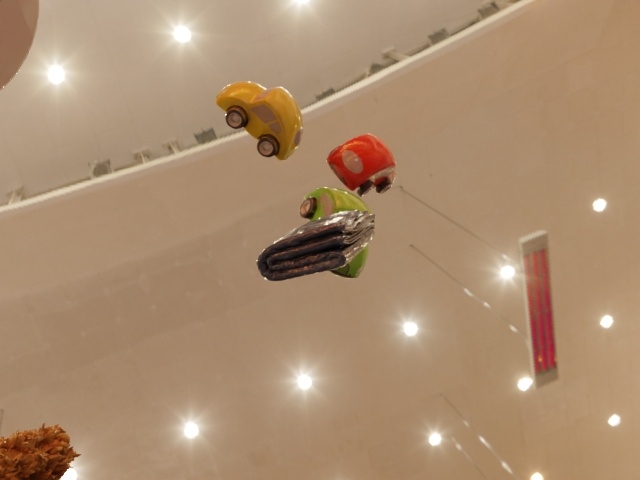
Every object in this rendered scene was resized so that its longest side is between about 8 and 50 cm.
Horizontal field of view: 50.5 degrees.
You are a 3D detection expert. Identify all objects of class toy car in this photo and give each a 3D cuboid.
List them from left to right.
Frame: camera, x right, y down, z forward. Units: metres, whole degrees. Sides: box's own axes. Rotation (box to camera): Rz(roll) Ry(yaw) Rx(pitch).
[{"bbox_3d":[0.013,-0.061,0.684,0.239,0.225,0.053,21,-52,-32],"label":"toy car"}]

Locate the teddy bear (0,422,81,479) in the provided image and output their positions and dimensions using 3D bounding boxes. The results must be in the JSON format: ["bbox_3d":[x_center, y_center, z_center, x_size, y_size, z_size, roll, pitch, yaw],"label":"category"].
[{"bbox_3d":[-0.258,0.265,0.529,0.338,0.113,0.245,-2,-91,-26],"label":"teddy bear"}]

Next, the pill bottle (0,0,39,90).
[{"bbox_3d":[-0.432,-0.244,0.566,0.229,0.407,0.229,-40,-36,-38],"label":"pill bottle"}]

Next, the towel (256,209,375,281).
[{"bbox_3d":[0.000,0.000,0.487,0.067,0.119,0.029,-15,-84,15],"label":"towel"}]
